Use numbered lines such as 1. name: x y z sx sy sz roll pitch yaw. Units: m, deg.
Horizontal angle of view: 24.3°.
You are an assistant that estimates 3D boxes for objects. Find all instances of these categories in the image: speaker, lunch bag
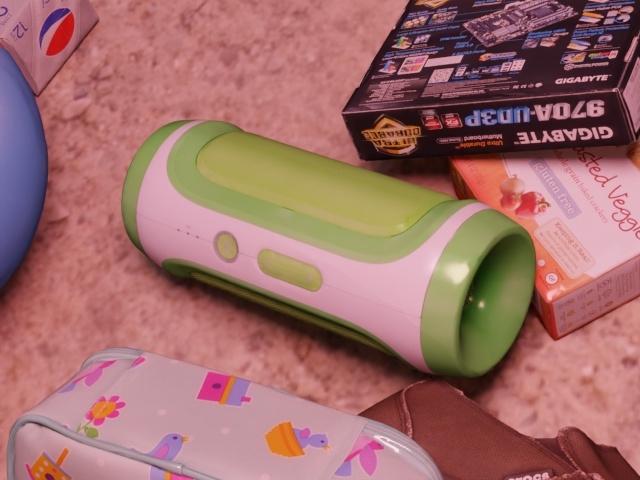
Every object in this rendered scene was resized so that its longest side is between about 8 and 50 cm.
1. speaker: 0.000 0.000 1.067 0.296 0.131 0.131 19 66 32
2. lunch bag: -0.062 0.197 0.937 0.279 0.224 0.108 14 35 22

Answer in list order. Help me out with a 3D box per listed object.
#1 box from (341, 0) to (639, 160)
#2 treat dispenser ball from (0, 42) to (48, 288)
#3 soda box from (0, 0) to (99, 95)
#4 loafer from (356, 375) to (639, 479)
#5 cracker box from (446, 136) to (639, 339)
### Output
1. box: 0.146 -0.136 1.110 0.220 0.051 0.175 -3 40 31
2. treat dispenser ball: -0.348 -0.056 1.104 0.288 0.288 0.288 -6 59 10
3. soda box: -0.343 -0.236 1.322 0.286 0.091 0.098 25 70 25
4. loafer: 0.170 0.178 0.937 0.366 0.134 0.130 25 59 25
5. cracker box: 0.231 -0.052 1.095 0.232 0.067 0.156 -28 58 -4
